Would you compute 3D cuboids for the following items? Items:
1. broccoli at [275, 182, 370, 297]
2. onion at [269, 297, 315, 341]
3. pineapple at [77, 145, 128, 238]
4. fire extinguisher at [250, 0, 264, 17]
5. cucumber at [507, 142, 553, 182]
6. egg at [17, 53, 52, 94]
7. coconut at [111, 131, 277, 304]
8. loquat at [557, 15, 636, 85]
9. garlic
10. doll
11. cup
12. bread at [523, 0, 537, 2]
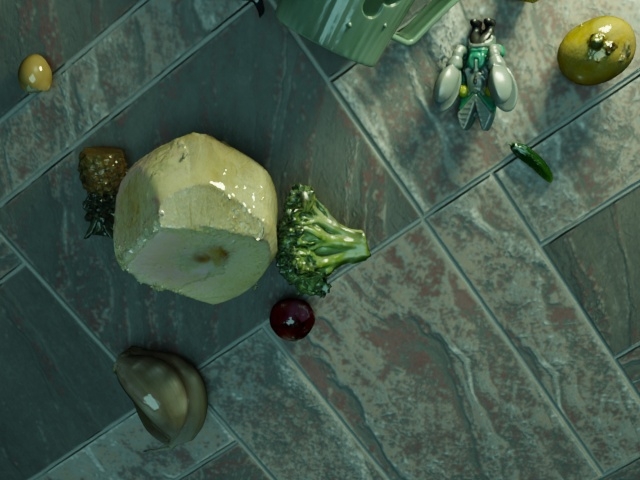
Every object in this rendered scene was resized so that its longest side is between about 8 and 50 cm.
[{"bbox_3d":[0.000,0.000,1.603,0.245,0.248,0.288,0,152,-5],"label":"broccoli"},{"bbox_3d":[-0.078,0.218,1.727,0.131,0.131,0.131,0,108,1],"label":"onion"},{"bbox_3d":[-0.571,-0.121,1.634,0.128,0.128,0.248,9,113,-1],"label":"pineapple"},{"bbox_3d":[-0.246,-0.655,1.440,0.344,0.138,0.102,45,118,-11],"label":"fire extinguisher"},{"bbox_3d":[0.548,-0.210,1.614,0.168,0.039,0.039,38,105,-12],"label":"cucumber"},{"bbox_3d":[-0.714,-0.416,1.559,0.080,0.080,0.096,-4,101,3],"label":"egg"},{"bbox_3d":[-0.292,-0.076,1.523,0.404,0.404,0.405,0,108,1],"label":"coconut"},{"bbox_3d":[0.646,-0.444,1.458,0.172,0.204,0.149,-19,88,19],"label":"loquat"},{"bbox_3d":[-0.451,0.476,1.762,0.245,0.231,0.340,-10,102,2],"label":"garlic"},{"bbox_3d":[0.363,-0.394,1.512,0.195,0.153,0.258,-25,81,37],"label":"doll"},{"bbox_3d":[0.134,-0.599,1.368,0.400,0.310,0.392,26,112,-5],"label":"cup"},{"bbox_3d":[0.495,-0.680,1.434,0.094,0.102,0.246,11,109,-9],"label":"bread"}]
